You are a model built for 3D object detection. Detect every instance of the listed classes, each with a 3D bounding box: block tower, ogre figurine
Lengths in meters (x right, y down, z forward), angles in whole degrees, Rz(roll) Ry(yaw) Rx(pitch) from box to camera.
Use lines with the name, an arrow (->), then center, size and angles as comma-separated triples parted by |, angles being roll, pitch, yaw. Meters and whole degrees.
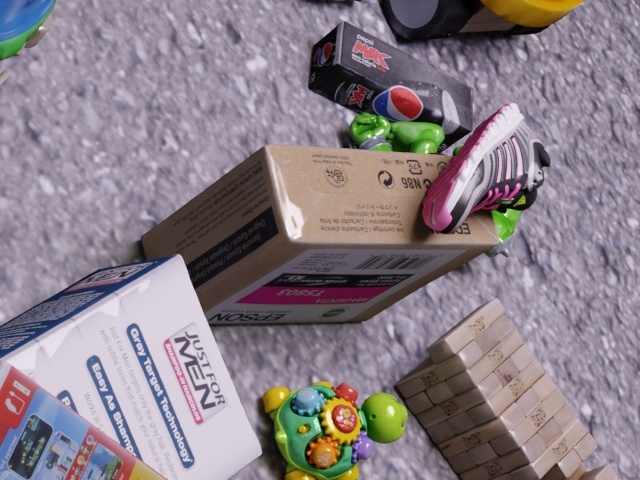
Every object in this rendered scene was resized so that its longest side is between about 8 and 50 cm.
block tower -> 0.204, 0.223, 1.436 | 0.091, 0.097, 0.335 | -35, 92, -45
ogre figurine -> 0.119, -0.050, 1.519 | 0.197, 0.097, 0.118 | 38, 35, -32

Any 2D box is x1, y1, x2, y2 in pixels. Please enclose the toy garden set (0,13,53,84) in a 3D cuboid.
toy garden set -> -0.314, -0.199, 1.285 | 0.204, 0.049, 0.244 | 43, 46, -10

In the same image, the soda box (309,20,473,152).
soda box -> 0.073, -0.151, 1.565 | 0.169, 0.053, 0.060 | 23, 53, -27

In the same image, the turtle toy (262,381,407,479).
turtle toy -> 0.015, 0.159, 1.334 | 0.130, 0.066, 0.095 | -4, 69, -40

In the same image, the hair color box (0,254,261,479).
hair color box -> -0.212, 0.159, 1.098 | 0.347, 0.105, 0.174 | -32, 105, -44

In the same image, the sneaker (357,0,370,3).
sneaker -> -0.002, -0.352, 1.602 | 0.094, 0.090, 0.235 | -2, 65, -28

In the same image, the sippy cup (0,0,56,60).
sippy cup -> -0.263, -0.284, 1.183 | 0.240, 0.224, 0.305 | -3, 67, -39

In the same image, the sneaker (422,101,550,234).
sneaker -> 0.143, -0.048, 1.285 | 0.075, 0.063, 0.170 | 44, 41, -4

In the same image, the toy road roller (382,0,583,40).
toy road roller -> 0.178, -0.376, 1.646 | 0.202, 0.240, 0.330 | -9, 72, -42

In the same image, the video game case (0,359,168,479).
video game case -> -0.160, 0.238, 1.042 | 0.285, 0.025, 0.204 | 44, 56, -37

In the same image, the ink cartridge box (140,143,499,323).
ink cartridge box -> 0.000, 0.000, 1.322 | 0.234, 0.193, 0.088 | 0, 66, -39
